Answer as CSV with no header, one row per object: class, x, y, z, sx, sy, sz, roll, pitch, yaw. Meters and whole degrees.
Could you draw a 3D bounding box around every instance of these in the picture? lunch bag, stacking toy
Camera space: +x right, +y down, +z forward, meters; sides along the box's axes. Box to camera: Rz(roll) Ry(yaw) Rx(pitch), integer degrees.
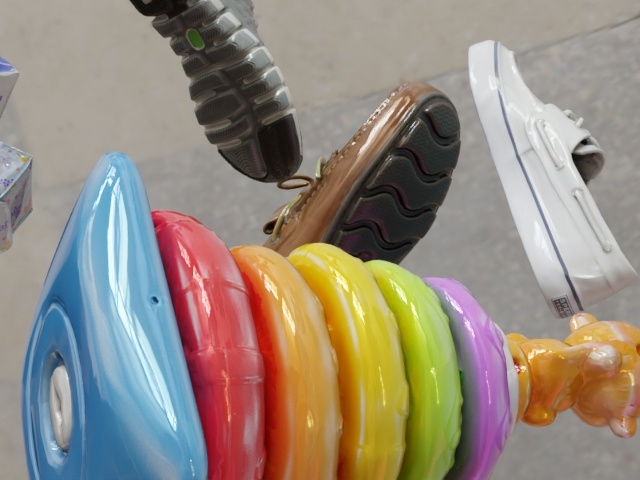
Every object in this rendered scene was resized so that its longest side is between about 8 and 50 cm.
lunch bag,-0.265,-0.026,1.334,0.053,0.083,0.071,26,141,10
stacking toy,0.026,0.066,0.759,0.166,0.302,0.175,119,142,-49

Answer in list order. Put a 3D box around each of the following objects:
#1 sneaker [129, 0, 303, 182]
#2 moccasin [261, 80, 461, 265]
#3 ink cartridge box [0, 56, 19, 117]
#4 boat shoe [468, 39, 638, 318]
sneaker,-0.059,-0.167,1.303,0.086,0.132,0.229,-14,116,34
moccasin,0.002,0.001,1.672,0.147,0.139,0.380,46,112,42
ink cartridge box,-0.161,0.023,0.424,0.097,0.046,0.207,35,111,17
boat shoe,0.189,-0.060,1.358,0.084,0.095,0.258,-22,64,12
